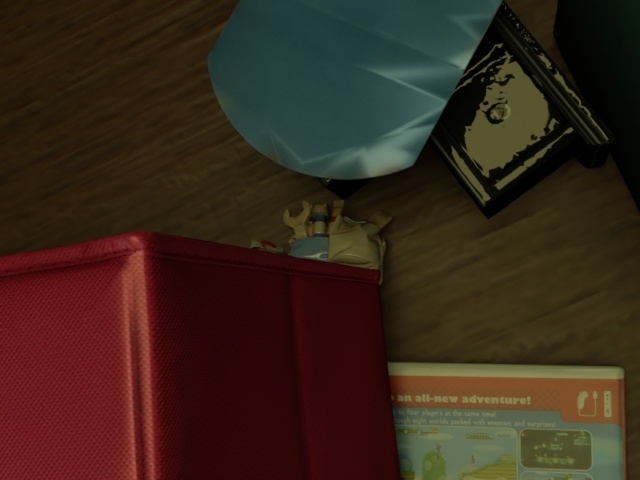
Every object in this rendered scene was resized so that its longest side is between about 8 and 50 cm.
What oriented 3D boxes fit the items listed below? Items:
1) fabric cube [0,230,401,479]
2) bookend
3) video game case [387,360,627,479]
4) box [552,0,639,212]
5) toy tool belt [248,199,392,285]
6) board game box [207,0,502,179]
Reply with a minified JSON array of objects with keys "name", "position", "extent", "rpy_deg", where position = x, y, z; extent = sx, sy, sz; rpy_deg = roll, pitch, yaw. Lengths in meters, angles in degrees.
[{"name":"fabric cube","position":[-0.112,0.148,0.456],"extent":[0.254,0.259,0.258],"rpy_deg":[-8,82,23]},{"name":"bookend","position":[0.057,-0.067,0.553],"extent":[0.157,0.072,0.156],"rpy_deg":[-36,78,7]},{"name":"video game case","position":[0.072,0.214,0.544],"extent":[0.204,0.025,0.285],"rpy_deg":[-1,84,13]},{"name":"box","position":[0.277,-0.123,0.372],"extent":[0.312,0.343,0.179],"rpy_deg":[-25,81,8]},{"name":"toy tool belt","position":[0.000,0.000,0.576],"extent":[0.083,0.052,0.051],"rpy_deg":[5,54,10]},{"name":"board game box","position":[0.021,-0.111,0.512],"extent":[0.133,0.033,0.168],"rpy_deg":[27,85,19]}]
